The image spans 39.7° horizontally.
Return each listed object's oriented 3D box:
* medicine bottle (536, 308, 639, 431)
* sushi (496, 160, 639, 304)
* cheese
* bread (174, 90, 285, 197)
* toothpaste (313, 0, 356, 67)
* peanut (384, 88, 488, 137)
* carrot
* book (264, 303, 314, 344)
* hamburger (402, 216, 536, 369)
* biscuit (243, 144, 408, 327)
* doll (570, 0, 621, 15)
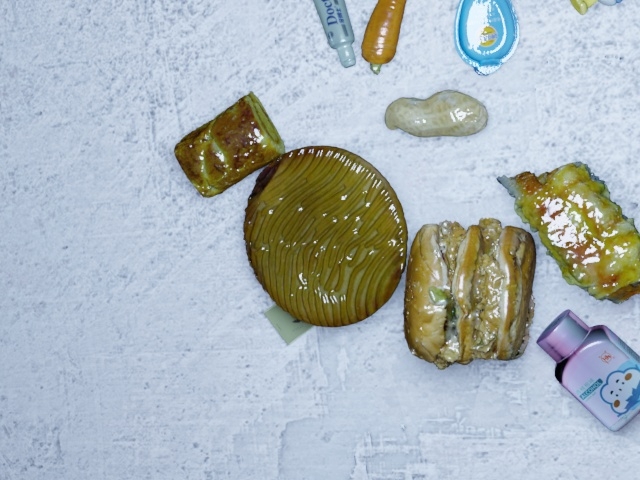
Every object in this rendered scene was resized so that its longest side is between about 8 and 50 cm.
[{"bbox_3d":[0.450,0.205,1.453,0.188,0.094,0.119,43,107,6],"label":"medicine bottle"},{"bbox_3d":[0.406,-0.025,1.384,0.139,0.184,0.274,-36,84,15],"label":"sushi"},{"bbox_3d":[0.264,-0.397,1.436,0.106,0.037,0.256,-4,97,17],"label":"cheese"},{"bbox_3d":[-0.163,-0.166,1.574,0.172,0.103,0.132,-29,93,17],"label":"bread"},{"bbox_3d":[0.011,-0.418,1.512,0.067,0.037,0.255,-17,91,19],"label":"toothpaste"},{"bbox_3d":[0.192,-0.210,1.472,0.175,0.080,0.080,2,100,19],"label":"peanut"},{"bbox_3d":[0.122,-0.402,1.469,0.061,0.061,0.256,20,103,13],"label":"carrot"},{"bbox_3d":[-0.042,0.133,1.636,0.111,0.014,0.077,-37,88,20],"label":"book"},{"bbox_3d":[0.239,0.098,1.434,0.211,0.245,0.260,5,129,14],"label":"hamburger"},{"bbox_3d":[0.002,-0.004,1.508,0.318,0.040,0.317,7,104,29],"label":"biscuit"},{"bbox_3d":[0.469,-0.443,1.332,0.099,0.135,0.241,35,113,-25],"label":"doll"}]
